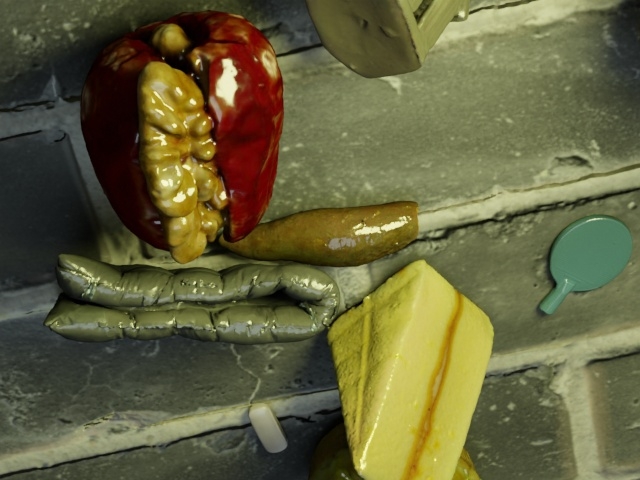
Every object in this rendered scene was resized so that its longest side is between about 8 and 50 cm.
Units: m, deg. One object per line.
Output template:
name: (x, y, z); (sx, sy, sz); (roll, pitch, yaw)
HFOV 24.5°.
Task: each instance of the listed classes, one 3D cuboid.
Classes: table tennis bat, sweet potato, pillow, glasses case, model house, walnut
table tennis bat: (0.326, 0.032, 1.842); (0.100, 0.019, 0.155); (23, 117, -20)
sweet potato: (0.000, 0.000, 1.755); (0.244, 0.077, 0.077); (-9, 124, -2)
pillow: (-0.149, 0.069, 1.697); (0.326, 0.228, 0.101); (4, 90, -7)
glasses case: (-0.070, 0.248, 1.945); (0.032, 0.021, 0.083); (-22, 123, 6)
model house: (0.078, -0.289, 1.516); (0.188, 0.122, 0.229); (-51, 143, -16)
walnut: (-0.140, -0.100, 1.569); (0.222, 0.244, 0.269); (-10, 125, -1)

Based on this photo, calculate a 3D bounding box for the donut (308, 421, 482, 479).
donut: (0.107, 0.337, 1.959); (0.208, 0.128, 0.261); (-39, 119, 18)

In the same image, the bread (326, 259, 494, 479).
bread: (0.129, 0.182, 1.779); (0.163, 0.264, 0.168); (-38, 125, 21)
